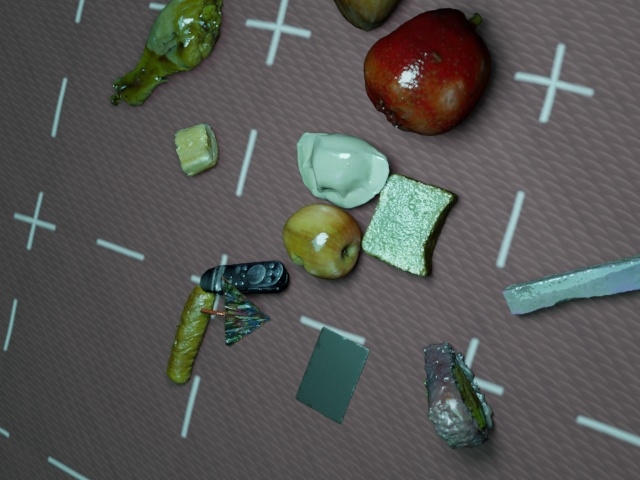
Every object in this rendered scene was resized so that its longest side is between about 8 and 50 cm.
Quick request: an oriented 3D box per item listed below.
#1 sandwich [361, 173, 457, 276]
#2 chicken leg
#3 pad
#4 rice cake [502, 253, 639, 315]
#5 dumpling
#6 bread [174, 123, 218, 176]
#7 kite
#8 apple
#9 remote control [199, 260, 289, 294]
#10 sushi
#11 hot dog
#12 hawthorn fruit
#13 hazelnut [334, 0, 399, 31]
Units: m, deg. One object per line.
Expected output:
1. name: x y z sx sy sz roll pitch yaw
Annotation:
1. sandwich: 0.210 -0.040 1.587 0.186 0.065 0.215 24 99 22
2. chicken leg: -0.430 -0.512 1.833 0.429 0.152 0.201 -36 64 27
3. pad: 0.029 0.343 1.704 0.143 0.003 0.211 25 101 21
4. rice cake: 0.593 0.086 1.422 0.399 0.064 0.070 -16 94 23
5. dumpling: 0.052 -0.166 1.626 0.252 0.131 0.179 15 112 23
6. bread: -0.332 -0.244 1.816 0.106 0.082 0.125 -13 75 13
7. kite: -0.225 0.192 1.768 0.189 0.009 0.232 6 120 -1
8. apple: 0.000 0.000 1.627 0.199 0.199 0.199 0 91 24
9. remote control: -0.200 0.106 1.773 0.266 0.066 0.090 -5 52 27
10. sushi: 0.292 0.352 1.503 0.107 0.161 0.241 -29 80 23
11. hot dog: -0.360 0.262 1.844 0.088 0.061 0.286 16 98 11
12. hawthorn fruit: 0.251 -0.380 1.472 0.307 0.265 0.265 -42 74 -2
13. hazelnut: 0.117 -0.611 1.572 0.210 0.210 0.186 39 82 18
